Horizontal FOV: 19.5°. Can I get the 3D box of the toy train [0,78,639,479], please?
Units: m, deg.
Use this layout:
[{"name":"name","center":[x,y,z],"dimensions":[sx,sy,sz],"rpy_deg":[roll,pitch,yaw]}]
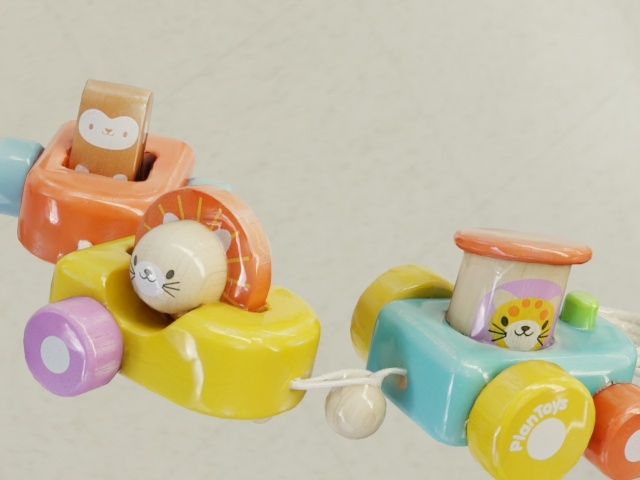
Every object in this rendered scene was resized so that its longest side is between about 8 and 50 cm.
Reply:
[{"name":"toy train","center":[0.000,0.000,0.404],"dimensions":[0.166,0.125,0.046],"rpy_deg":[13,111,5]}]
